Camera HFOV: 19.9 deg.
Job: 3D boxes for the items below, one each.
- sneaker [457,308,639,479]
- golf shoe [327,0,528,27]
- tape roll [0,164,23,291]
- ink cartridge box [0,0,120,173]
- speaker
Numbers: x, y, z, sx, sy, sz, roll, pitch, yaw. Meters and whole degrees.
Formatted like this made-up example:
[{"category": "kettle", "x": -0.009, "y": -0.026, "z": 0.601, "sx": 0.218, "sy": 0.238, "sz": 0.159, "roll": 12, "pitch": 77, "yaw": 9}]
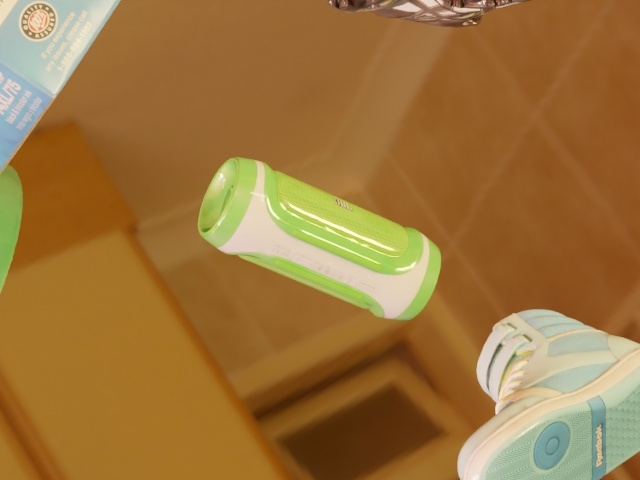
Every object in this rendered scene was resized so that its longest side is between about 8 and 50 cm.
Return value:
[{"category": "sneaker", "x": 0.209, "y": 0.173, "z": 1.894, "sx": 0.319, "sy": 0.208, "sz": 0.127, "roll": -19, "pitch": -59, "yaw": -41}, {"category": "golf shoe", "x": 0.098, "y": -0.185, "z": 1.232, "sx": 0.094, "sy": 0.077, "sz": 0.198, "roll": 11, "pitch": -3, "yaw": -44}, {"category": "tape roll", "x": -0.364, "y": 0.061, "z": 1.512, "sx": 0.077, "sy": 0.321, "sz": 0.321, "roll": 30, "pitch": -58, "yaw": -25}, {"category": "ink cartridge box", "x": -0.286, "y": -0.221, "z": 1.358, "sx": 0.198, "sy": 0.270, "sz": 0.197, "roll": -61, "pitch": 12, "yaw": -25}, {"category": "speaker", "x": 0.000, "y": 0.000, "z": 2.300, "sx": 0.296, "sy": 0.131, "sz": 0.131, "roll": 23, "pitch": -49, "yaw": -21}]
